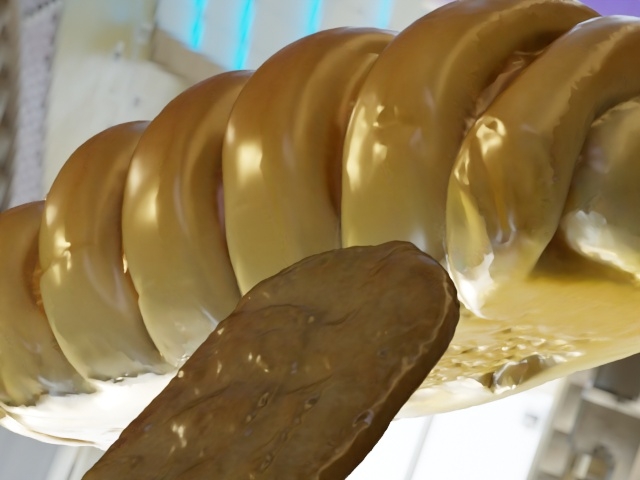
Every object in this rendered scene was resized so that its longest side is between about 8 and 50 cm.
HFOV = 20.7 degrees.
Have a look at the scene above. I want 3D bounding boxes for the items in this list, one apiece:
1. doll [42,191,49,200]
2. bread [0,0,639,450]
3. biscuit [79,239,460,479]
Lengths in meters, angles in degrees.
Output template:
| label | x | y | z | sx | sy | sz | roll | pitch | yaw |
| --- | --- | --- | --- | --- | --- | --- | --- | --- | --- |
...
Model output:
| label | x | y | z | sx | sy | sz | roll | pitch | yaw |
| --- | --- | --- | --- | --- | --- | --- | --- | --- | --- |
| doll | -0.114 | 0.044 | 0.991 | 0.161 | 0.160 | 0.059 | -41 | 10 | 22 |
| bread | 0.000 | 0.000 | 0.622 | 0.173 | 0.311 | 0.121 | 15 | -116 | -50 |
| biscuit | -0.022 | 0.050 | 0.424 | 0.147 | 0.071 | 0.018 | -47 | -56 | -28 |
